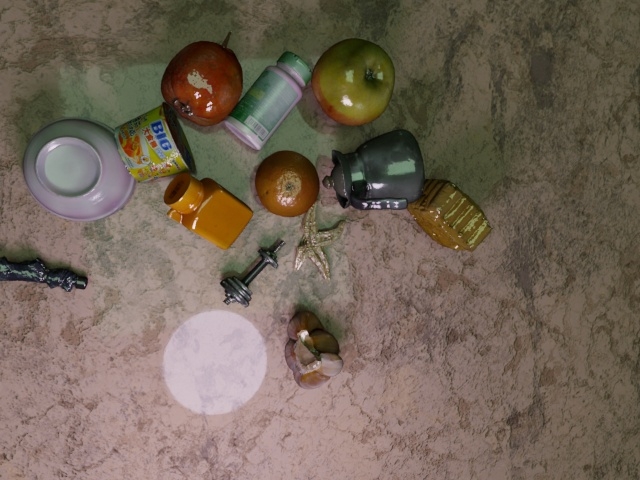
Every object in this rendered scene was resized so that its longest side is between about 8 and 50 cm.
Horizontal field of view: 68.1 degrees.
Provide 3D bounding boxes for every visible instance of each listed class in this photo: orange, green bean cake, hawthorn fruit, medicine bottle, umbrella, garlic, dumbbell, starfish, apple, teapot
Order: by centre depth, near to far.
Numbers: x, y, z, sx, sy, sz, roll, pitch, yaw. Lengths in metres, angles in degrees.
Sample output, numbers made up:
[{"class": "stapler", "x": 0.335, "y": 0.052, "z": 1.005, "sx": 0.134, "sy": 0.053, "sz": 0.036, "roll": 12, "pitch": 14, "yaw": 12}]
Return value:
[{"class": "hawthorn fruit", "x": -0.301, "y": -0.448, "z": 1.288, "sx": 0.210, "sy": 0.210, "sz": 0.262, "roll": 32, "pitch": 75, "yaw": -14}, {"class": "umbrella", "x": -0.760, "y": 0.091, "z": 1.305, "sx": 0.224, "sy": 0.080, "sz": 0.071, "roll": 14, "pitch": 58, "yaw": -17}, {"class": "medicine bottle", "x": -0.315, "y": -0.089, "z": 1.318, "sx": 0.149, "sy": 0.112, "sz": 0.222, "roll": -53, "pitch": 135, "yaw": -2}, {"class": "medicine bottle", "x": -0.143, "y": -0.403, "z": 1.361, "sx": 0.133, "sy": 0.133, "sz": 0.274, "roll": 39, "pitch": 87, "yaw": -14}, {"class": "apple", "x": 0.100, "y": -0.453, "z": 1.362, "sx": 0.261, "sy": 0.194, "sz": 0.261, "roll": -4, "pitch": 97, "yaw": -36}, {"class": "orange", "x": -0.094, "y": -0.161, "z": 1.363, "sx": 0.206, "sy": 0.206, "sz": 0.206, "roll": -1, "pitch": 96, "yaw": -13}, {"class": "teapot", "x": 0.152, "y": -0.165, "z": 1.394, "sx": 0.285, "sy": 0.223, "sz": 0.305, "roll": -11, "pitch": 62, "yaw": -4}, {"class": "dumbbell", "x": -0.196, "y": 0.095, "z": 1.420, "sx": 0.110, "sy": 0.110, "sz": 0.254, "roll": 46, "pitch": 78, "yaw": -13}, {"class": "garlic", "x": -0.036, "y": 0.340, "z": 1.451, "sx": 0.160, "sy": 0.214, "sz": 0.191, "roll": -44, "pitch": 148, "yaw": 10}, {"class": "green bean cake", "x": 0.391, "y": -0.075, "z": 1.473, "sx": 0.229, "sy": 0.224, "sz": 0.131, "roll": 43, "pitch": 85, "yaw": -17}, {"class": "starfish", "x": 0.002, "y": 0.001, "z": 1.479, "sx": 0.138, "sy": 0.050, "sz": 0.247, "roll": 15, "pitch": 95, "yaw": -16}]

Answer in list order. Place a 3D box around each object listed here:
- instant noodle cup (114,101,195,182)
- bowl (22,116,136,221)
[{"class": "instant noodle cup", "x": -0.449, "y": -0.257, "z": 1.284, "sx": 0.153, "sy": 0.205, "sz": 0.205, "roll": -18, "pitch": 100, "yaw": 0}, {"class": "bowl", "x": -0.647, "y": -0.189, "z": 1.261, "sx": 0.287, "sy": 0.144, "sz": 0.287, "roll": -2, "pitch": 97, "yaw": -14}]
